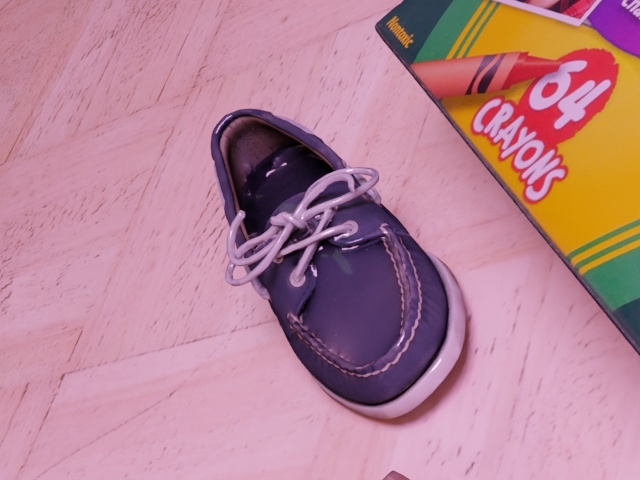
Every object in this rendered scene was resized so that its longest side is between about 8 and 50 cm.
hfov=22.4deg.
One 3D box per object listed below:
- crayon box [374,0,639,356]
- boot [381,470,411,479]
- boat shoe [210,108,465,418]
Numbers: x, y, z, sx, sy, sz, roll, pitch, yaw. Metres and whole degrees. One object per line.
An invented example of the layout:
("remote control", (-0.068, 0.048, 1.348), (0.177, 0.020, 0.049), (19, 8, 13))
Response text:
("crayon box", (0.217, -0.099, 0.673), (0.313, 0.106, 0.363), (-41, 31, 7))
("boot", (0.029, 0.179, 0.611), (0.152, 0.073, 0.197), (-50, 19, -10))
("boat shoe", (0.000, 0.000, 0.842), (0.095, 0.079, 0.254), (-40, 31, 9))
